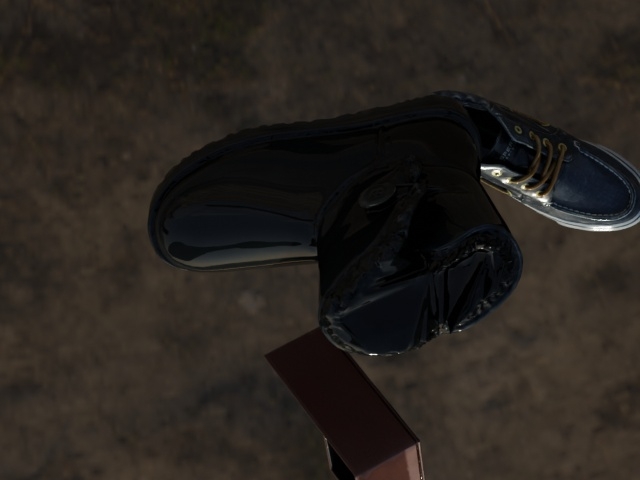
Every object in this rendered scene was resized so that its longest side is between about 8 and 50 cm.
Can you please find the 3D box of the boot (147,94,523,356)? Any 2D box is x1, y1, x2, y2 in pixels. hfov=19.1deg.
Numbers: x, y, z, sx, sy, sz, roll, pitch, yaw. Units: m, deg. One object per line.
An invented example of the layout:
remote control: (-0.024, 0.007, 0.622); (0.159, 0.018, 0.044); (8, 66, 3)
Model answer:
boot: (0.000, 0.000, 1.226); (0.246, 0.207, 0.094); (-16, 117, 7)

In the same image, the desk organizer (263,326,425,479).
desk organizer: (0.015, 0.120, 1.302); (0.050, 0.130, 0.047); (-27, 139, -16)

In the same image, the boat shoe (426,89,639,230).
boat shoe: (0.150, -0.055, 1.364); (0.183, 0.083, 0.065); (23, 95, 6)
